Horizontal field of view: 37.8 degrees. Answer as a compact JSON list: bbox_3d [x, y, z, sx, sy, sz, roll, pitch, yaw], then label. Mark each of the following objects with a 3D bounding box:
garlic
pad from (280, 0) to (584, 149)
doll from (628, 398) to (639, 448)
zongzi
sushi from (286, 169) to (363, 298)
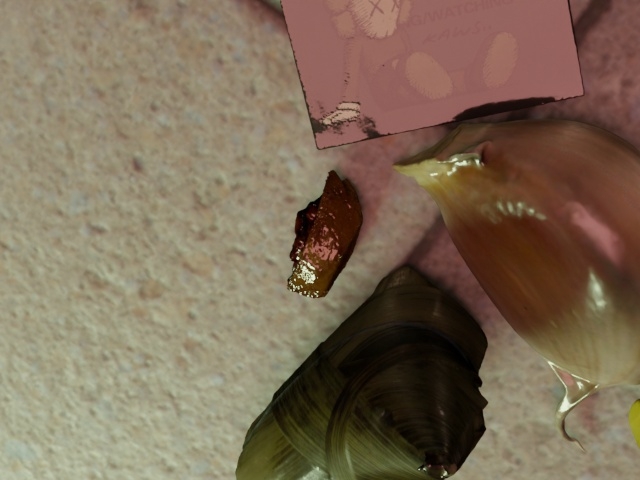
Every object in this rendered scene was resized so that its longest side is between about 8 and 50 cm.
[{"bbox_3d":[0.180,0.032,0.622,0.128,0.148,0.266,-27,99,-17],"label":"garlic"},{"bbox_3d":[0.072,-0.139,0.629,0.190,0.004,0.127,-10,107,15],"label":"pad"},{"bbox_3d":[0.329,0.108,0.603,0.241,0.099,0.135,7,118,5],"label":"doll"},{"bbox_3d":[0.018,0.151,0.615,0.112,0.242,0.221,36,110,-8],"label":"zongzi"},{"bbox_3d":[0.000,0.000,0.672,0.047,0.050,0.099,28,102,9],"label":"sushi"}]
